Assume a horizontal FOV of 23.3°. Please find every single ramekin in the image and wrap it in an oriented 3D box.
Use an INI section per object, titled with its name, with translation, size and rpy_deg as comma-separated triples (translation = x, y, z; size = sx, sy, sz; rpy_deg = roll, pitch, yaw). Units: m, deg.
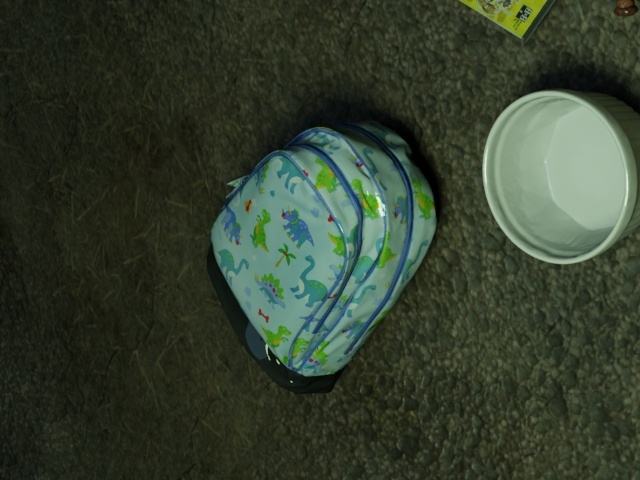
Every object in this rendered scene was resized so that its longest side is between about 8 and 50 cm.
[ramekin]
translation = 0.307, -0.083, 1.848
size = 0.207, 0.109, 0.207
rpy_deg = 12, 108, 40

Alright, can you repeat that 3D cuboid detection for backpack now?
[backpack]
translation = 0.000, 0.000, 2.085
size = 0.355, 0.273, 0.290
rpy_deg = -41, 64, 28

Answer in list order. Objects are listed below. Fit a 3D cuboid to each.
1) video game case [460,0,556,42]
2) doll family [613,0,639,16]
[video game case]
translation = 0.206, -0.398, 1.817
size = 0.248, 0.035, 0.275
rpy_deg = 32, 134, -1
[doll family]
translation = 0.409, -0.291, 1.730
size = 0.193, 0.076, 0.111
rpy_deg = 1, 96, 40
